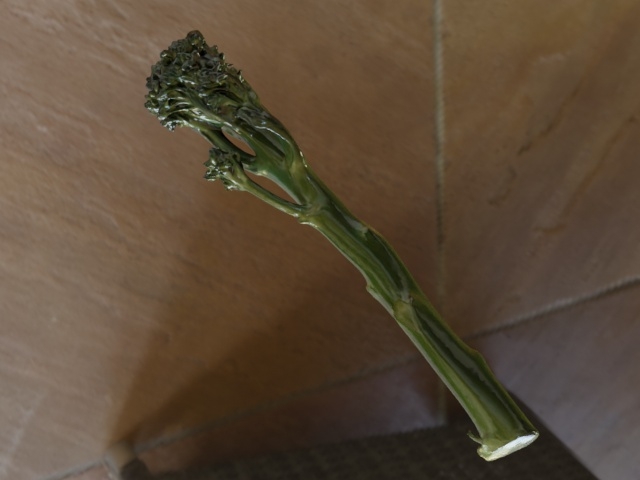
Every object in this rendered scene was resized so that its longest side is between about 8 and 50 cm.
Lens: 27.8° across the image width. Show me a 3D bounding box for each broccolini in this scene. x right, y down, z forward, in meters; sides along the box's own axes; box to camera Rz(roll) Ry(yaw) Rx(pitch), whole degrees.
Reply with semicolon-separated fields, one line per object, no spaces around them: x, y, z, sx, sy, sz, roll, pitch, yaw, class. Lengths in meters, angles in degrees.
0.000;0.003;0.906;0.074;0.392;0.079;-41;157;6;broccolini
